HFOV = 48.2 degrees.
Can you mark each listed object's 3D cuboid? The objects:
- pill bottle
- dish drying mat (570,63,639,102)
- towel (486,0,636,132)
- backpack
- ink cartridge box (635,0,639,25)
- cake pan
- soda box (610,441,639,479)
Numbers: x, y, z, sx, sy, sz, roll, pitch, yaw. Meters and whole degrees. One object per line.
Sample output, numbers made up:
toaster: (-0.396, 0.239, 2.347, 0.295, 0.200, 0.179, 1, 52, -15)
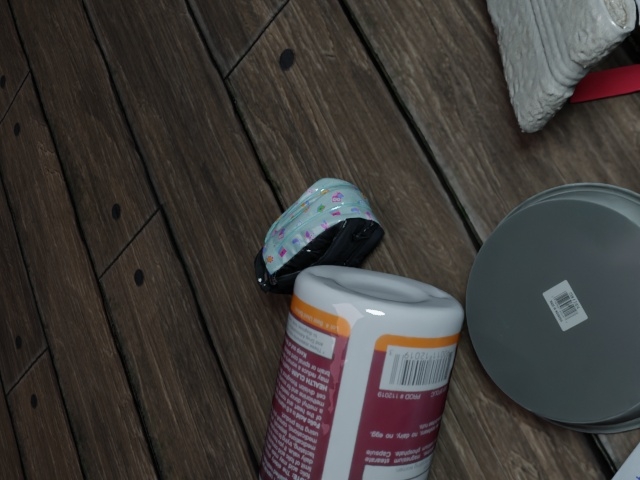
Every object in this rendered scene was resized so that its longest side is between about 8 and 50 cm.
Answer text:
pill bottle: (0.042, 0.247, 0.941, 0.224, 0.224, 0.393, 19, 102, 42)
dish drying mat: (0.329, -0.181, 0.826, 0.083, 0.008, 0.032, -3, 86, 44)
towel: (0.249, -0.281, 0.795, 0.187, 0.049, 0.282, 118, 150, -62)
backpack: (0.000, 0.000, 1.044, 0.182, 0.151, 0.115, -45, 56, 26)
ink cartridge box: (0.403, -0.363, 0.609, 0.119, 0.207, 0.353, 44, 128, -17)
cake pan: (0.290, 0.078, 0.827, 0.293, 0.054, 0.294, -1, 88, 43)
soda box: (0.357, 0.255, 0.731, 0.091, 0.098, 0.286, 41, 116, 34)
